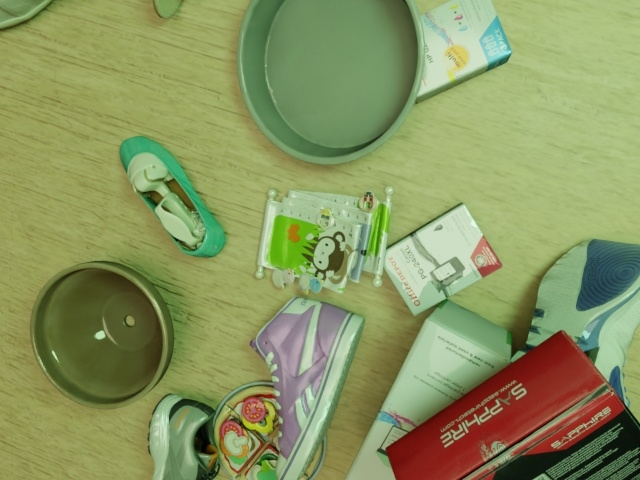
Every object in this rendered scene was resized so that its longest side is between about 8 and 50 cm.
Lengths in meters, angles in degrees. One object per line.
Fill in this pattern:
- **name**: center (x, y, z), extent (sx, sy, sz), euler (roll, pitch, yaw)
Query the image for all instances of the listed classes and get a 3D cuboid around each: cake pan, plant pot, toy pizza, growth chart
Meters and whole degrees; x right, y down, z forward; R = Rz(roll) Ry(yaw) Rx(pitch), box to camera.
- **cake pan**: center (0.014, -0.258, 0.806), extent (0.293, 0.054, 0.293), euler (7, 105, 25)
- **plant pot**: center (-0.339, 0.146, 0.924), extent (0.237, 0.110, 0.237), euler (1, 96, 11)
- **toy pizza**: center (-0.090, 0.336, 0.937), extent (0.201, 0.032, 0.201), euler (1, 96, 10)
- **growth chart**: center (0.000, 0.000, 0.859), extent (0.237, 0.021, 0.172), euler (4, 94, 29)

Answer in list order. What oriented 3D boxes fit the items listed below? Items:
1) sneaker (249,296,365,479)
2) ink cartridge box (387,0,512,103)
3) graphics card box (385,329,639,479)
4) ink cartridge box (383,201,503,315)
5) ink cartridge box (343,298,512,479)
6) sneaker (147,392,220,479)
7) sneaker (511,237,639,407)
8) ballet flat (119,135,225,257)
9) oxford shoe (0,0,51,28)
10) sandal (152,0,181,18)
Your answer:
- **sneaker**: center (-0.049, 0.227, 0.882), extent (0.161, 0.102, 0.282), euler (18, 83, 12)
- **ink cartridge box**: center (0.167, -0.270, 0.807), extent (0.181, 0.061, 0.104), euler (-23, 91, 13)
- **graphics card box**: center (0.271, 0.279, 0.648), extent (0.233, 0.094, 0.371), euler (-39, 124, 12)
- **ink cartridge box**: center (0.175, 0.028, 0.837), extent (0.150, 0.063, 0.109), euler (-32, 89, 12)
- **ink cartridge box**: center (0.152, 0.239, 0.787), extent (0.117, 0.201, 0.278), euler (28, 101, 16)
- **sneaker**: center (-0.220, 0.395, 0.928), extent (0.108, 0.100, 0.272), euler (2, 96, 19)
- **sneaker**: center (0.374, 0.163, 0.789), extent (0.182, 0.127, 0.315), euler (44, 76, -34)
- **ballet flat**: center (-0.246, -0.073, 0.894), extent (0.083, 0.087, 0.247), euler (-40, 87, 12)
- **oxford shoe**: center (-0.456, -0.454, 0.874), extent (0.449, 0.130, 0.169), euler (-12, 95, 13)
- **sandal**: center (-0.174, -0.443, 0.840), extent (0.079, 0.088, 0.240), euler (23, 95, 14)
